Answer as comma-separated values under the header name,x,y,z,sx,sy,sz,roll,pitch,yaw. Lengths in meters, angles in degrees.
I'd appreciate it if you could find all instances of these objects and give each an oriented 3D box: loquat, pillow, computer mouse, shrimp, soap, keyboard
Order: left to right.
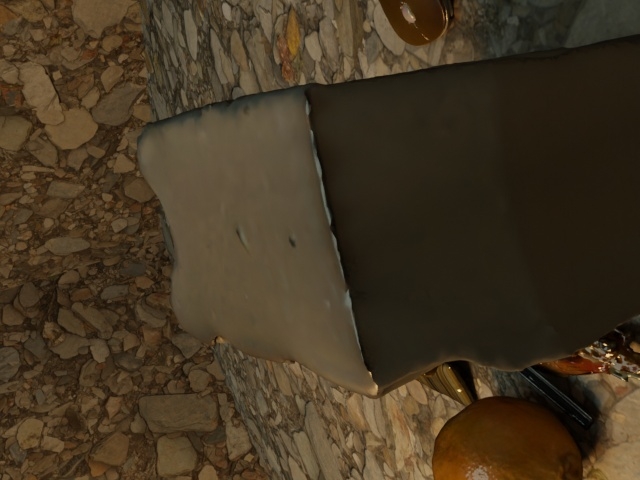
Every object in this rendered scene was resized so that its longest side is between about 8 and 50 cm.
name,x,y,z,sx,sy,sz,roll,pitch,yaw
computer mouse,0.113,-0.392,0.854,0.126,0.056,0.245,2,110,67
pillow,0.197,0.233,1.129,0.113,0.038,0.203,56,162,-23
soap,0.110,-0.047,0.559,0.350,0.435,0.212,8,112,53
loquat,0.255,0.315,0.881,0.234,0.187,0.176,-19,97,59
keyboard,0.306,0.198,0.854,0.155,0.010,0.053,42,168,29
shrimp,0.305,0.127,0.806,0.294,0.062,0.154,23,139,65

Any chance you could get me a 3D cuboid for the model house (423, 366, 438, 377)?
name,x,y,z,sx,sy,sz,roll,pitch,yaw
model house,0.111,0.142,1.019,0.268,0.239,0.173,-22,87,66
